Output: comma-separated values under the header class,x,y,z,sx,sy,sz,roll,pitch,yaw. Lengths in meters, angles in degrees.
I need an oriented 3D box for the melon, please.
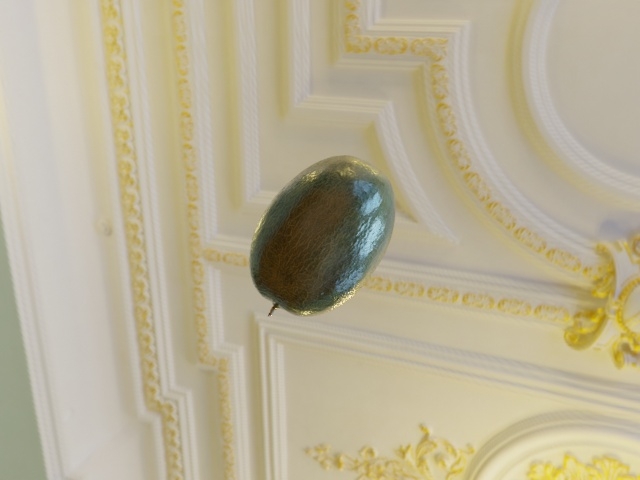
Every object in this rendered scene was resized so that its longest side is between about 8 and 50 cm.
class,x,y,z,sx,sy,sz,roll,pitch,yaw
melon,0.000,0.000,0.625,0.114,0.114,0.167,33,-90,11
